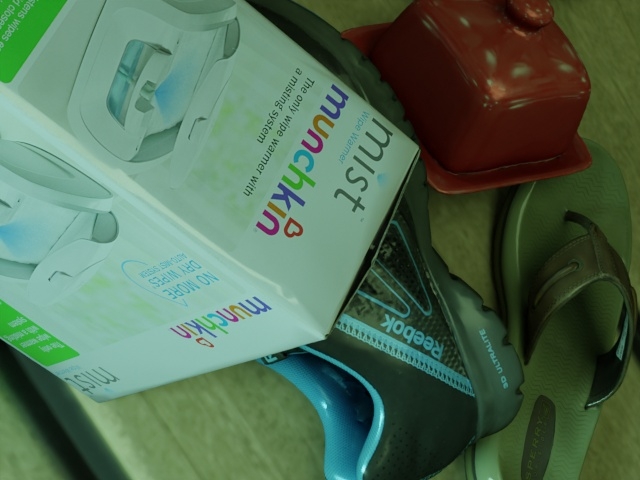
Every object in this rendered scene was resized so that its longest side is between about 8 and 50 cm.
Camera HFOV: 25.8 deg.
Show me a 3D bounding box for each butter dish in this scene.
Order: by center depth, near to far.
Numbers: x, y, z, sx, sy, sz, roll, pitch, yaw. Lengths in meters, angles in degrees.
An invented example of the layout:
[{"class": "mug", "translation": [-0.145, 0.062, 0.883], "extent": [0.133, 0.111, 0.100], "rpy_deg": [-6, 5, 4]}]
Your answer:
[{"class": "butter dish", "translation": [0.122, -0.126, 0.976], "extent": [0.160, 0.118, 0.160], "rpy_deg": [-11, 59, -35]}]

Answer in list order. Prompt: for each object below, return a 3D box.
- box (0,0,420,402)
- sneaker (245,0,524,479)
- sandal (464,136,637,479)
[{"class": "box", "translation": [-0.123, -0.040, 0.723], "extent": [0.231, 0.262, 0.126], "rpy_deg": [39, 60, -20]}, {"class": "sneaker", "translation": [0.000, 0.000, 0.878], "extent": [0.140, 0.125, 0.340], "rpy_deg": [-33, 93, -30]}, {"class": "sandal", "translation": [0.184, 0.065, 1.001], "extent": [0.120, 0.086, 0.302], "rpy_deg": [24, 64, -26]}]
